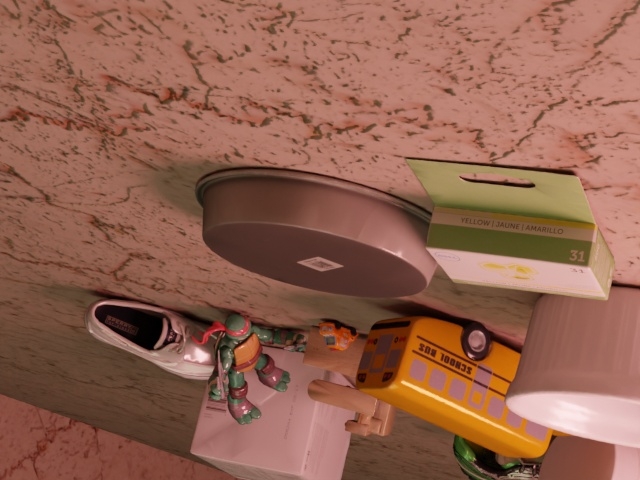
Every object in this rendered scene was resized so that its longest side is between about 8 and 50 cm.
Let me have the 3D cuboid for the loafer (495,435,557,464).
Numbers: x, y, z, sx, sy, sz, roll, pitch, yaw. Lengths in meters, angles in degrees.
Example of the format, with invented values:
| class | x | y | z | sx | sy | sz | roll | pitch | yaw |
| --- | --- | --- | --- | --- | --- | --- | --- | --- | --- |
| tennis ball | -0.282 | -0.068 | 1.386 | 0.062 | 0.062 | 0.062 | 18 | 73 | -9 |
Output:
| class | x | y | z | sx | sy | sz | roll | pitch | yaw |
| --- | --- | --- | --- | --- | --- | --- | --- | --- | --- |
| loafer | 0.348 | 0.317 | 2.289 | 0.092 | 0.102 | 0.268 | -6 | 171 | 21 |

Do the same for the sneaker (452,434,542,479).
| class | x | y | z | sx | sy | sz | roll | pitch | yaw |
| --- | --- | --- | --- | --- | --- | --- | --- | --- | --- |
| sneaker | 0.393 | 0.405 | 2.479 | 0.344 | 0.134 | 0.146 | 7 | 163 | 21 |

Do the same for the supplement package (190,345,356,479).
| class | x | y | z | sx | sy | sz | roll | pitch | yaw |
| --- | --- | --- | --- | --- | --- | --- | --- | --- | --- |
| supplement package | -0.071 | 0.308 | 2.381 | 0.198 | 0.199 | 0.262 | 8 | 164 | 17 |

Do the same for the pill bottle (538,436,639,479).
| class | x | y | z | sx | sy | sz | roll | pitch | yaw |
| --- | --- | --- | --- | --- | --- | --- | --- | --- | --- |
| pill bottle | 0.534 | 0.409 | 2.085 | 0.408 | 0.229 | 0.229 | 24 | 161 | -24 |

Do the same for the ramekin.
| class | x | y | z | sx | sy | sz | roll | pitch | yaw |
| --- | --- | --- | --- | --- | --- | --- | --- | --- | --- |
| ramekin | 0.361 | 0.150 | 1.621 | 0.277 | 0.135 | 0.277 | 12 | 165 | 3 |

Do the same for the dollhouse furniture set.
| class | x | y | z | sx | sy | sz | roll | pitch | yaw |
| --- | --- | --- | --- | --- | --- | --- | --- | --- | --- |
| dollhouse furniture set | 0.047 | 0.216 | 2.127 | 0.123 | 0.144 | 0.151 | 13 | 179 | 17 |

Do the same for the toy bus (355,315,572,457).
| class | x | y | z | sx | sy | sz | roll | pitch | yaw |
| --- | --- | --- | --- | --- | --- | --- | --- | --- | --- |
| toy bus | 0.218 | 0.200 | 1.891 | 0.333 | 0.130 | 0.108 | 27 | 160 | -26 |

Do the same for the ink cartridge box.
| class | x | y | z | sx | sy | sz | roll | pitch | yaw |
| --- | --- | --- | --- | --- | --- | --- | --- | --- | --- |
| ink cartridge box | 0.186 | -0.007 | 1.368 | 0.171 | 0.056 | 0.235 | 7 | 165 | 22 |

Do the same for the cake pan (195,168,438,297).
| class | x | y | z | sx | sy | sz | roll | pitch | yaw |
| --- | --- | --- | --- | --- | --- | --- | --- | --- | --- |
| cake pan | 0.000 | 0.000 | 1.533 | 0.293 | 0.054 | 0.293 | 11 | 164 | 3 |

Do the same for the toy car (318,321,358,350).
| class | x | y | z | sx | sy | sz | roll | pitch | yaw |
| --- | --- | --- | --- | --- | --- | --- | --- | --- | --- |
| toy car | 0.055 | 0.143 | 2.005 | 0.122 | 0.040 | 0.060 | 2 | 161 | 34 |

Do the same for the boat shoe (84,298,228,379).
| class | x | y | z | sx | sy | sz | roll | pitch | yaw |
| --- | --- | --- | --- | --- | --- | --- | --- | --- | --- |
| boat shoe | -0.244 | 0.155 | 2.183 | 0.258 | 0.095 | 0.084 | 14 | 168 | -10 |

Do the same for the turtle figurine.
| class | x | y | z | sx | sy | sz | roll | pitch | yaw |
| --- | --- | --- | --- | --- | --- | --- | --- | --- | --- |
| turtle figurine | -0.108 | 0.179 | 2.132 | 0.118 | 0.175 | 0.234 | 53 | 164 | 31 |
